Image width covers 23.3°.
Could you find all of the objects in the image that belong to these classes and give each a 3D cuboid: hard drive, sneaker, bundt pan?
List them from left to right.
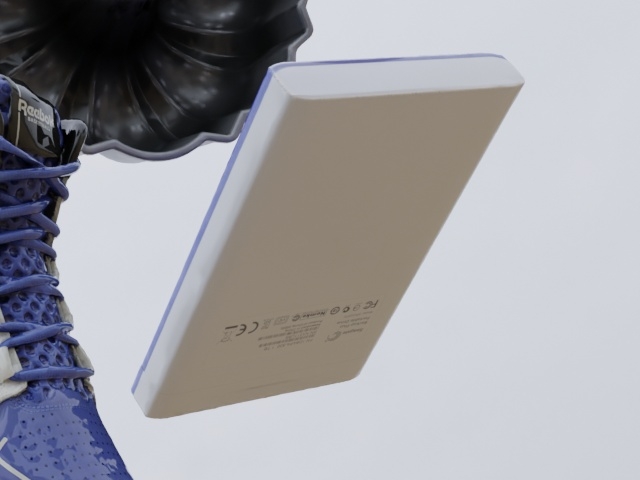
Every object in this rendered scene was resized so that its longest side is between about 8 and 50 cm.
[{"bbox_3d":[-0.194,0.012,0.871,0.182,0.315,0.127,-51,-28,15],"label":"sneaker"},{"bbox_3d":[-0.179,-0.214,1.334,0.331,0.330,0.124,-15,-5,-25],"label":"bundt pan"},{"bbox_3d":[0.000,0.000,1.151,0.210,0.040,0.318,-8,-41,-37],"label":"hard drive"}]
